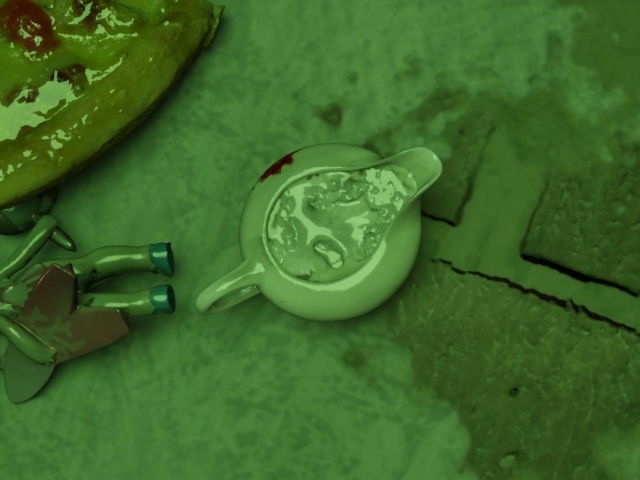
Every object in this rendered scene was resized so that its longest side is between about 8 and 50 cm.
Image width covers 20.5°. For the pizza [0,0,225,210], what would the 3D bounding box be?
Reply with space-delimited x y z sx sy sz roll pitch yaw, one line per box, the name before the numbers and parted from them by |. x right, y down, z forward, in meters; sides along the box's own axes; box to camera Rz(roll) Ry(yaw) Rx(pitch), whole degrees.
pizza | -0.268 -0.172 1.479 0.288 0.075 0.280 35 69 14

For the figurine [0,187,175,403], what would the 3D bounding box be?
figurine | -0.248 0.024 1.442 0.260 0.103 0.205 -7 77 7

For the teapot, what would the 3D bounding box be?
teapot | 0.000 0.000 1.425 0.226 0.092 0.145 -33 74 0
